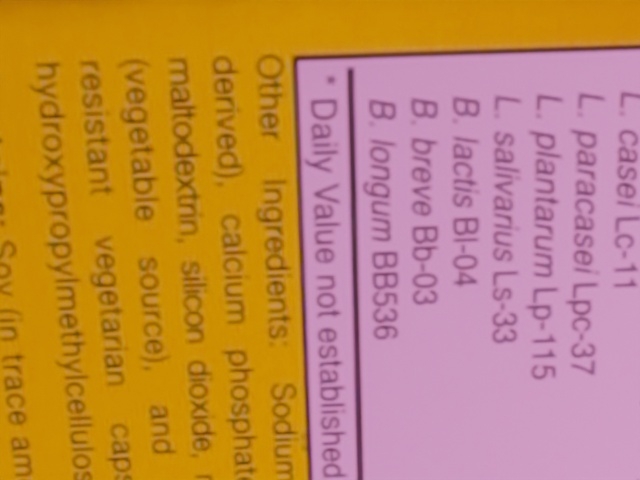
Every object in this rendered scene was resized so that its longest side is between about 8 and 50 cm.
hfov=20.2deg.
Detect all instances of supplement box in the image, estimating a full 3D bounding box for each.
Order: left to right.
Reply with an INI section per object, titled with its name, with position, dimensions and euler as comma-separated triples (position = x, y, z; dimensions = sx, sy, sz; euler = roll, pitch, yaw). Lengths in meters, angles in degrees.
[supplement box]
position = 0.000, 0.000, 0.468
dimensions = 0.195, 0.357, 0.194
euler = -92, -179, -66
